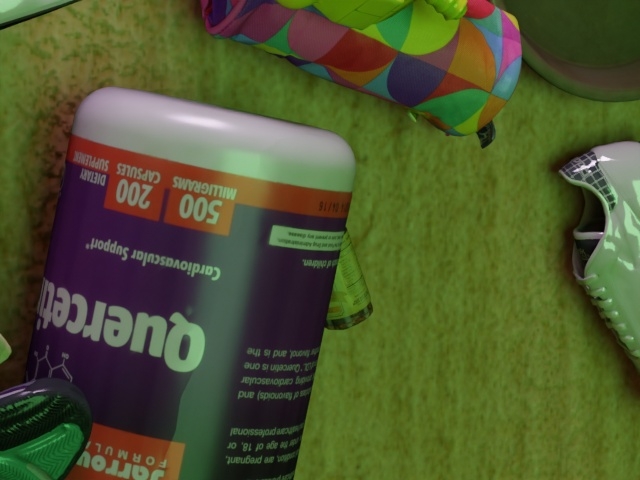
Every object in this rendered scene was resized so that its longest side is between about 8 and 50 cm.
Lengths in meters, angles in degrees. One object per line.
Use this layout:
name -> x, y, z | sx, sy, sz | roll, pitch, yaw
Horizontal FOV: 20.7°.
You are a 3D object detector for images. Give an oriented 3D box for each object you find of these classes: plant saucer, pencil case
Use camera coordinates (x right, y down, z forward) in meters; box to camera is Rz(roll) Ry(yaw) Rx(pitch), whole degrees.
plant saucer -> 0.221, -0.243, 1.310 | 0.278, 0.041, 0.278 | -6, 102, -29
pencil case -> 0.029, -0.143, 1.187 | 0.236, 0.104, 0.104 | 22, 88, -31

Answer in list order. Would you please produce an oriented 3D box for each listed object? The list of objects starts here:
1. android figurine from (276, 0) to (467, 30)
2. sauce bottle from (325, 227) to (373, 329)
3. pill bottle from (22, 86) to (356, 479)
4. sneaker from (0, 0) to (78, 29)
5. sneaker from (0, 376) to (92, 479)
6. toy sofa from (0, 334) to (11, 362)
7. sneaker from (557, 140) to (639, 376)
android figurine -> -0.003, -0.244, 1.103 | 0.273, 0.056, 0.248 | 38, 50, -18
sauce bottle -> 0.000, 0.000, 1.232 | 0.042, 0.042, 0.128 | -28, 110, -22
pill bottle -> -0.093, 0.074, 1.110 | 0.181, 0.181, 0.323 | 9, 95, -31
sneaker -> -0.283, -0.155, 1.013 | 0.290, 0.106, 0.123 | -24, 102, -32
sneaker -> -0.236, 0.135, 1.046 | 0.224, 0.098, 0.083 | -36, 125, 9
toy sofa -> -0.372, 0.100, 0.974 | 0.362, 0.150, 0.177 | -42, 118, -16
sneaker -> 0.244, 0.036, 1.363 | 0.095, 0.090, 0.235 | -16, 104, -13
